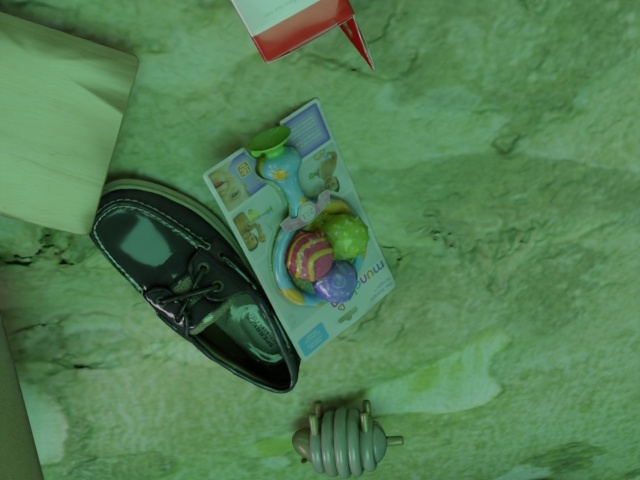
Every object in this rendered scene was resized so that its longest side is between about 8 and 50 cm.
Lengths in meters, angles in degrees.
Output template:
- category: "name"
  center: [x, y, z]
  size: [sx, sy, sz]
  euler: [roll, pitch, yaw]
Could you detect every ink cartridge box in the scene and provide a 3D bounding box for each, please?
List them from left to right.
- category: "ink cartridge box"
  center: [-0.048, -0.226, 0.579]
  size: [0.078, 0.134, 0.231]
  euler: [-28, 121, 5]

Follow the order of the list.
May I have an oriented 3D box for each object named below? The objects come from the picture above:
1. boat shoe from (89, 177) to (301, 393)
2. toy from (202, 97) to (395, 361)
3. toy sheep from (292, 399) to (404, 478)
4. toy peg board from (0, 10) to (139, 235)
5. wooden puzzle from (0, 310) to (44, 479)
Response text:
- category: "boat shoe"
  center: [-0.112, 0.052, 0.760]
  size: [0.103, 0.092, 0.285]
  euler: [-37, 121, 10]
- category: "toy"
  center: [0.000, 0.000, 0.744]
  size: [0.137, 0.056, 0.237]
  euler: [-37, 120, -20]
- category: "toy sheep"
  center: [0.031, 0.235, 0.905]
  size: [0.132, 0.091, 0.091]
  euler: [-3, 123, 13]
- category: "toy peg board"
  center: [-0.257, -0.107, 0.659]
  size: [0.161, 0.079, 0.160]
  euler: [15, 101, -20]
- category: "wooden puzzle"
  center: [-0.434, 0.184, 0.700]
  size: [0.348, 0.322, 0.080]
  euler: [-22, 164, 0]
